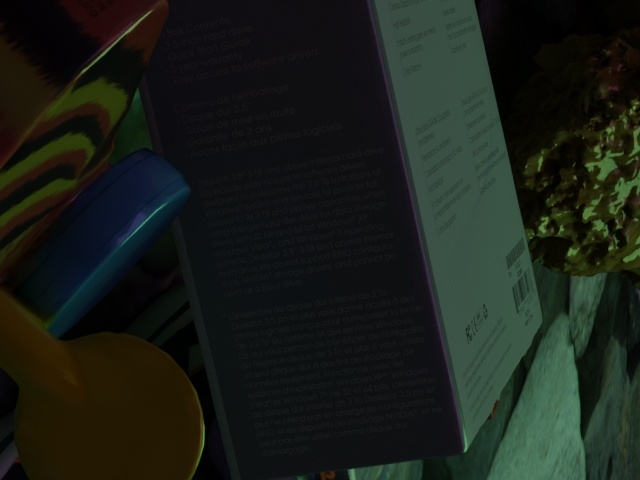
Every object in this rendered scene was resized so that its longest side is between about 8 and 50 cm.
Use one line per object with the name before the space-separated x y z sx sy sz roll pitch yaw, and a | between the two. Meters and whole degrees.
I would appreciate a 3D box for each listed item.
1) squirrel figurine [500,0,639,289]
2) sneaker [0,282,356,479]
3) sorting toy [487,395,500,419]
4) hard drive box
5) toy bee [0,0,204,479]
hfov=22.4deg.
squirrel figurine | 0.266 -0.155 1.210 0.370 0.281 0.397 49 49 -53
sneaker | -0.065 0.118 0.676 0.321 0.127 0.126 -50 142 -50
sorting toy | 0.110 0.071 1.177 0.274 0.046 0.132 30 69 -66
hard drive box | 0.008 -0.050 0.612 0.181 0.089 0.232 -36 115 -71
toy bee | -0.116 0.018 0.479 0.162 0.195 0.298 -48 158 -15
